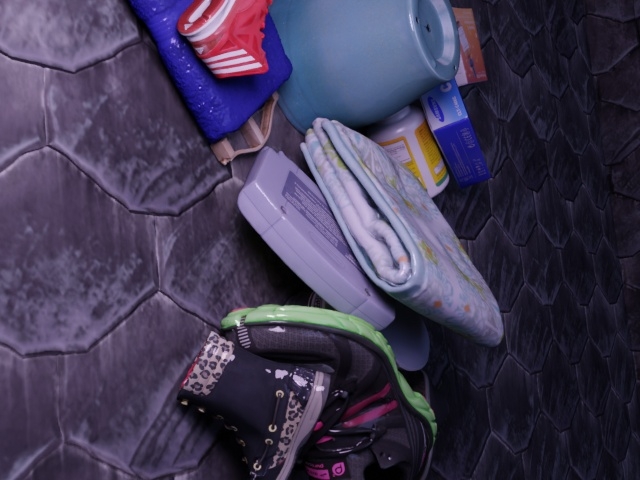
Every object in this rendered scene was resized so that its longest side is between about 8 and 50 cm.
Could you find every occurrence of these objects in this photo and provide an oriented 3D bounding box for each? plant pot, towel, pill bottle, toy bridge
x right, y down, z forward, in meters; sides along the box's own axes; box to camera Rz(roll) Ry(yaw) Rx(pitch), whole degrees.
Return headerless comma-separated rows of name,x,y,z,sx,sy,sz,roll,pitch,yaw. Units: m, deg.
plant pot,0.083,-0.322,1.434,0.272,0.255,0.271,20,66,-53
towel,0.138,-0.017,1.395,0.321,0.090,0.374,27,29,-48
pill bottle,0.158,-0.183,1.638,0.208,0.118,0.117,63,36,-24
towel,-0.170,-0.320,1.224,0.227,0.076,0.308,-52,125,-41
toy bridge,-0.108,-0.169,1.311,0.063,0.026,0.188,61,38,-29

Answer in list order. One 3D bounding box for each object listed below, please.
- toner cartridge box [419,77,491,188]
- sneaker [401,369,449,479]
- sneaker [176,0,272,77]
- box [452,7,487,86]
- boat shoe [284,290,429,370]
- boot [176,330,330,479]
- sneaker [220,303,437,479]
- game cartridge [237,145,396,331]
toner cartridge box,0.266,-0.238,1.740,0.348,0.075,0.165,41,30,-66
sneaker,0.194,0.354,1.578,0.118,0.083,0.222,39,49,-46
sneaker,-0.103,-0.311,1.197,0.221,0.087,0.128,-52,135,-26
box,0.297,-0.429,1.943,0.130,0.091,0.170,-24,101,-57
boat shoe,0.064,0.149,1.419,0.306,0.105,0.113,19,70,-47
boot,-0.110,0.242,1.135,0.179,0.236,0.085,25,18,-7
sneaker,0.028,0.253,1.265,0.483,0.185,0.202,46,48,-36
game cartridge,0.000,0.000,1.281,0.294,0.060,0.196,44,19,-14
